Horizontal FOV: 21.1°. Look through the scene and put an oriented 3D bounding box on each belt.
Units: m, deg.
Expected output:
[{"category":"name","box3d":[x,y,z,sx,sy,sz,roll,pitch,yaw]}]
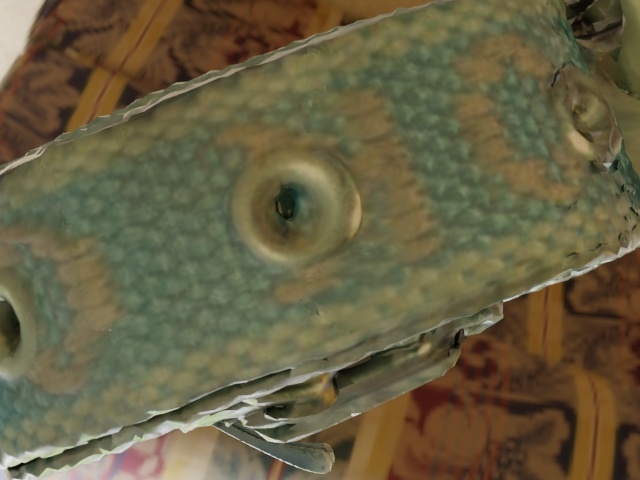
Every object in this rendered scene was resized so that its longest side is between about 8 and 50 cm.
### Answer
[{"category":"belt","box3d":[-0.008,0.003,0.401,0.163,0.147,0.082,-25,85,43]}]

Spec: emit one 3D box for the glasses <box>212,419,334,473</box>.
[{"category":"glasses","box3d":[-0.111,0.093,0.924,0.220,0.189,0.088,10,111,19]}]
